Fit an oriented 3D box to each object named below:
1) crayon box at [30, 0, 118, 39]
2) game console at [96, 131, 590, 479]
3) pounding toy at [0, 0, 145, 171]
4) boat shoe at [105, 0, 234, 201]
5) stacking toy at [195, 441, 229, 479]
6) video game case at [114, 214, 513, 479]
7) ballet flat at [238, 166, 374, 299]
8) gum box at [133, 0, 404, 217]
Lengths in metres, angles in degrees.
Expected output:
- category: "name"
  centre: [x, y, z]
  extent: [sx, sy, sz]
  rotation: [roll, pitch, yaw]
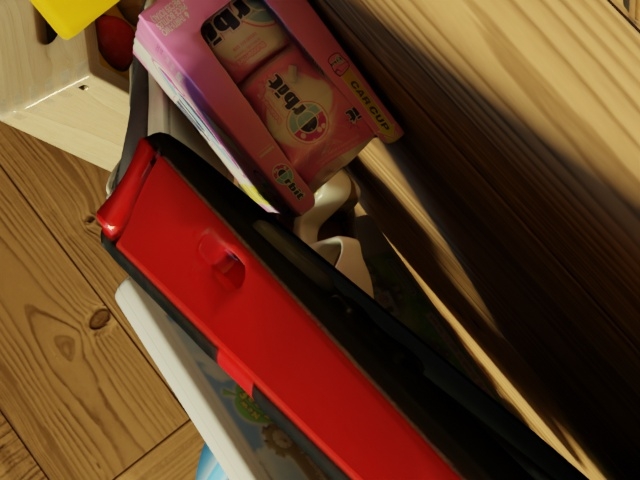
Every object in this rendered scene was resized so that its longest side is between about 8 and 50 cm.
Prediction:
- category: "crayon box"
  centre: [-0.177, -0.260, 0.470]
  extent: [0.363, 0.106, 0.313]
  rotation: [51, 175, 9]
- category: "game console"
  centre: [0.094, 0.116, 0.663]
  extent: [0.386, 0.060, 0.342]
  rotation: [39, 178, -36]
- category: "pounding toy"
  centre: [-0.133, -0.138, 0.977]
  extent: [0.130, 0.100, 0.141]
  rotation: [26, -131, -55]
- category: "boat shoe"
  centre: [-0.089, -0.075, 0.898]
  extent: [0.075, 0.065, 0.206]
  rotation: [39, -152, -29]
- category: "stacking toy"
  centre: [0.083, 0.162, 1.051]
  extent: [0.302, 0.175, 0.165]
  rotation: [36, 144, 3]
- category: "video game case"
  centre: [0.015, 0.087, 0.900]
  extent: [0.212, 0.193, 0.023]
  rotation: [55, 133, 20]
- category: "ballet flat"
  centre: [0.000, 0.000, 0.878]
  extent: [0.068, 0.072, 0.213]
  rotation: [-46, 43, 47]
- category: "gum box"
  centre: [-0.029, -0.072, 0.747]
  extent: [0.107, 0.062, 0.188]
  rotation: [51, 176, -6]
